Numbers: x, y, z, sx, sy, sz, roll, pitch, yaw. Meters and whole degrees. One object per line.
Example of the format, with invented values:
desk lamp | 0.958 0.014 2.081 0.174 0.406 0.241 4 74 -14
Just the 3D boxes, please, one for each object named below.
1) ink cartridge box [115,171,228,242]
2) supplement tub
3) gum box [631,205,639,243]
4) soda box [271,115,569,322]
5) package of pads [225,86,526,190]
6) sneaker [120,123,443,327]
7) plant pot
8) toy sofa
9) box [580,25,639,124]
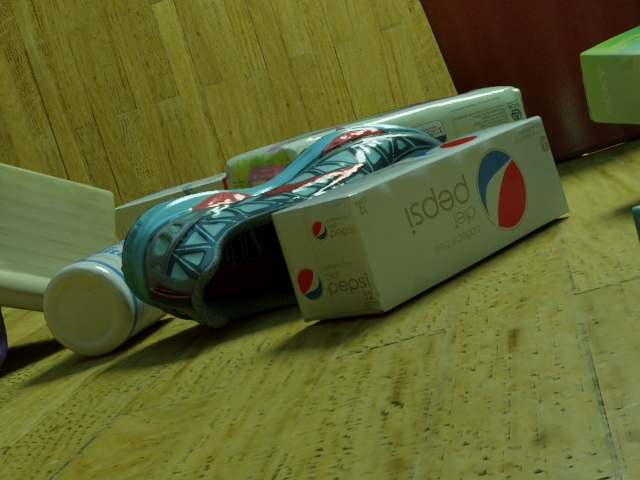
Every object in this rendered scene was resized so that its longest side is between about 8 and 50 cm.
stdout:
ink cartridge box | -0.119 -0.040 1.428 0.231 0.078 0.134 -14 7 23
supplement tub | -0.154 0.040 0.887 0.071 0.071 0.107 -15 8 17
gum box | 0.243 -0.020 0.469 0.184 0.041 0.157 -17 6 -7
soda box | 0.072 -0.018 0.763 0.069 0.074 0.216 -11 9 44
package of pads | 0.041 -0.065 1.125 0.229 0.101 0.296 -18 6 -13
sneaker | 0.000 0.000 0.831 0.262 0.104 0.125 -24 26 -21
plant pot | 0.232 -0.223 1.210 0.272 0.265 0.272 -18 6 2
toy sofa | -0.352 0.061 1.044 0.362 0.177 0.150 -13 -17 33
box | 0.355 -0.128 0.723 0.232 0.058 0.322 -25 18 -28
